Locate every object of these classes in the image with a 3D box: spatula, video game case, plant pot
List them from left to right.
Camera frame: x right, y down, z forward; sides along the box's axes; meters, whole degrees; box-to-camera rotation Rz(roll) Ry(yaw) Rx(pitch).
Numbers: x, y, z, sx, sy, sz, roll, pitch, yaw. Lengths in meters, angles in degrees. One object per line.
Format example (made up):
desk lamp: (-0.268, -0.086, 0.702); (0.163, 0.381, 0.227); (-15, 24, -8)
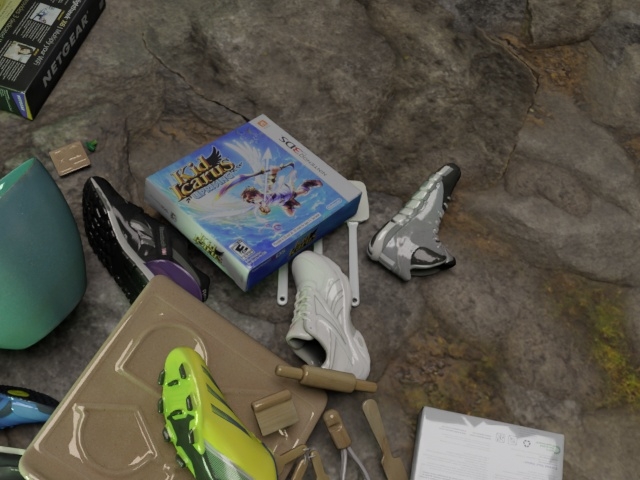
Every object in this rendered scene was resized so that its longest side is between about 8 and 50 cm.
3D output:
plant pot: (-0.462, 0.046, 1.255); (0.195, 0.290, 0.290); (51, 62, -20)
video game case: (-0.109, -0.074, 1.415); (0.244, 0.061, 0.269); (39, 52, 21)
spatula: (0.000, 0.000, 1.451); (0.168, 0.019, 0.242); (3, 60, -6)

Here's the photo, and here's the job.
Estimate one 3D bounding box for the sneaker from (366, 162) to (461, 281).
sneaker: (0.194, -0.018, 1.454); (0.132, 0.086, 0.229); (41, 75, 11)

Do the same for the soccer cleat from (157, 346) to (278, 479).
soccer cleat: (-0.127, 0.275, 1.145); (0.121, 0.093, 0.289); (-14, 76, -43)

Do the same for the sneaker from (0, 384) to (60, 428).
sneaker: (-0.483, 0.251, 1.239); (0.209, 0.069, 0.082); (10, 88, -8)

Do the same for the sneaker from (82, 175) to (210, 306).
sneaker: (-0.284, 0.007, 1.387); (0.124, 0.107, 0.283); (-18, 63, -37)

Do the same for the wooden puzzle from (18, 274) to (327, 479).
wooden puzzle: (-0.196, 0.268, 1.208); (0.322, 0.080, 0.348); (37, 57, -8)

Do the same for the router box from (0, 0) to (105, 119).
router box: (-0.574, -0.393, 1.573); (0.242, 0.081, 0.309); (19, 60, 5)

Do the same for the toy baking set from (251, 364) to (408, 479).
toy baking set: (0.014, 0.284, 1.239); (0.256, 0.030, 0.197); (10, 81, -23)

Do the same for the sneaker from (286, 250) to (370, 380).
sneaker: (-0.007, 0.119, 1.316); (0.115, 0.090, 0.232); (-2, 60, -38)

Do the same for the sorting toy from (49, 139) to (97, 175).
sorting toy: (-0.424, -0.147, 1.490); (0.083, 0.012, 0.062); (-24, 61, -15)

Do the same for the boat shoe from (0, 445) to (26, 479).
boat shoe: (-0.423, 0.329, 1.187); (0.233, 0.084, 0.079); (6, 65, 3)

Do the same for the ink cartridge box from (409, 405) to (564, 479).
ink cartridge box: (0.240, 0.373, 1.252); (0.223, 0.045, 0.224); (12, 61, 1)
